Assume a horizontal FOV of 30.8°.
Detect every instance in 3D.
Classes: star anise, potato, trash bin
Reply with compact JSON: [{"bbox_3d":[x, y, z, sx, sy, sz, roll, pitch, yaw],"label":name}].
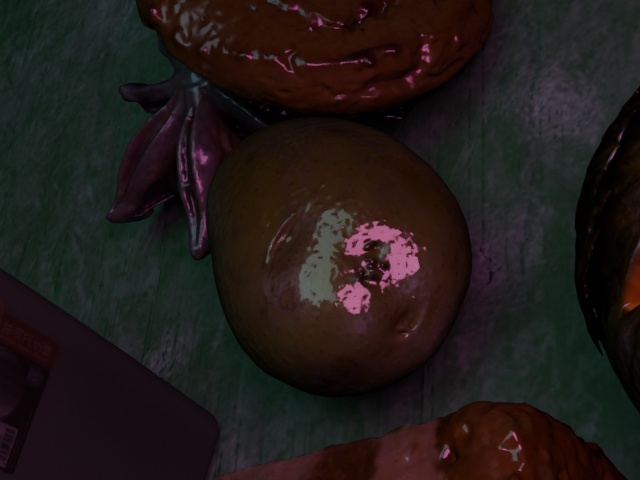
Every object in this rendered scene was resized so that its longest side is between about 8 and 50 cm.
[{"bbox_3d":[-0.082,-0.102,0.997,0.198,0.110,0.258,34,93,31],"label":"star anise"},{"bbox_3d":[0.000,0.000,0.823,0.174,0.159,0.251,-28,34,-11],"label":"potato"},{"bbox_3d":[-0.258,0.111,0.821,0.223,0.343,0.158,-4,62,39],"label":"trash bin"}]

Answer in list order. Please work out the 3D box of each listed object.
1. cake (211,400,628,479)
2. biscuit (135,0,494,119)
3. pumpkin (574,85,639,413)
[{"bbox_3d":[0.028,0.218,0.629,0.293,0.198,0.196,-17,56,32],"label":"cake"},{"bbox_3d":[-0.003,-0.211,0.925,0.295,0.075,0.296,2,48,-2],"label":"biscuit"},{"bbox_3d":[0.286,-0.010,0.569,0.320,0.192,0.320,-21,52,30],"label":"pumpkin"}]
